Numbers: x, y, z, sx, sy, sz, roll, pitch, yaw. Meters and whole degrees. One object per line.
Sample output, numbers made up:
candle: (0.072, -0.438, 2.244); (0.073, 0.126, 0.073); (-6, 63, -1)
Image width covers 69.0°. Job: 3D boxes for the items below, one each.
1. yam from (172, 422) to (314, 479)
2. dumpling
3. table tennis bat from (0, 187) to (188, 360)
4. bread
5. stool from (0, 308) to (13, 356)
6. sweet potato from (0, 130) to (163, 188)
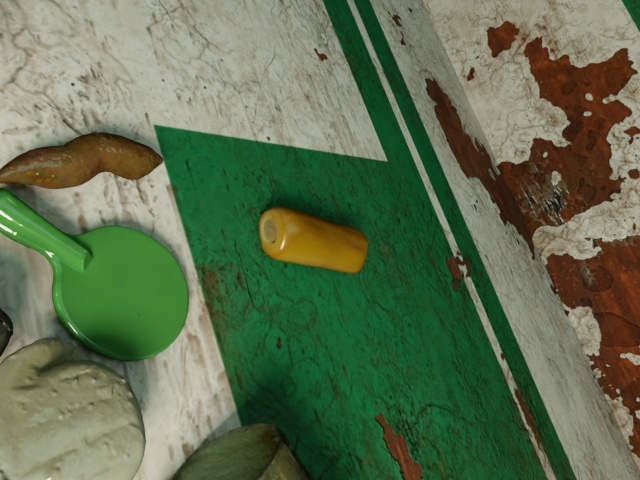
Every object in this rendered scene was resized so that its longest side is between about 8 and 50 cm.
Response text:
yam: (-0.044, 0.341, 0.490); (0.268, 0.161, 0.161); (58, 37, -1)
dumpling: (-0.236, 0.174, 0.416); (0.150, 0.092, 0.177); (43, 40, -33)
table tennis bat: (-0.259, 0.034, 0.534); (0.257, 0.039, 0.161); (44, 40, -30)
bread: (0.000, 0.000, 0.828); (0.239, 0.074, 0.093); (13, 52, -45)
stool: (-0.317, 0.096, 0.375); (0.096, 0.096, 0.110); (32, 50, -33)
sweet potato: (-0.287, -0.099, 0.571); (0.218, 0.051, 0.065); (-22, 86, -54)
